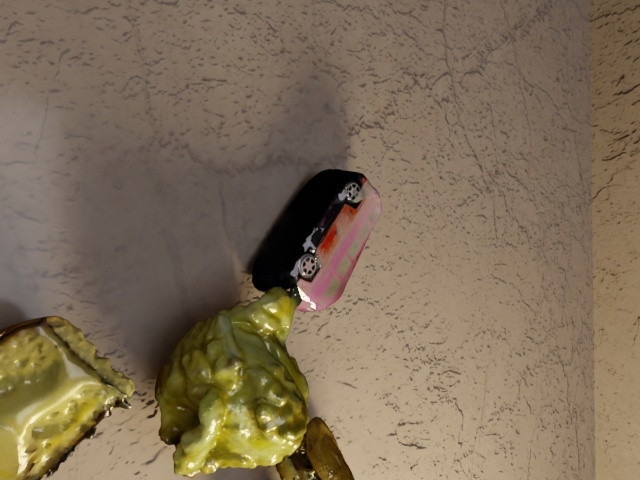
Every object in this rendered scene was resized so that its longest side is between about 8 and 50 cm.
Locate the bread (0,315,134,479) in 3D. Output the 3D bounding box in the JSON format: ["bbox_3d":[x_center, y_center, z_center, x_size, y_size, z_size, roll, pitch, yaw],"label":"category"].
[{"bbox_3d":[-0.403,0.210,0.750,0.262,0.162,0.204,-40,118,-8],"label":"bread"}]

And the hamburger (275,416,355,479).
[{"bbox_3d":[-0.009,0.432,1.071,0.113,0.177,0.185,-30,119,-4],"label":"hamburger"}]

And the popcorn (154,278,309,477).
[{"bbox_3d":[-0.136,0.236,0.902,0.237,0.293,0.293,-8,96,2],"label":"popcorn"}]

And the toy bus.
[{"bbox_3d":[0.000,0.000,1.106,0.147,0.127,0.303,46,62,-33],"label":"toy bus"}]
